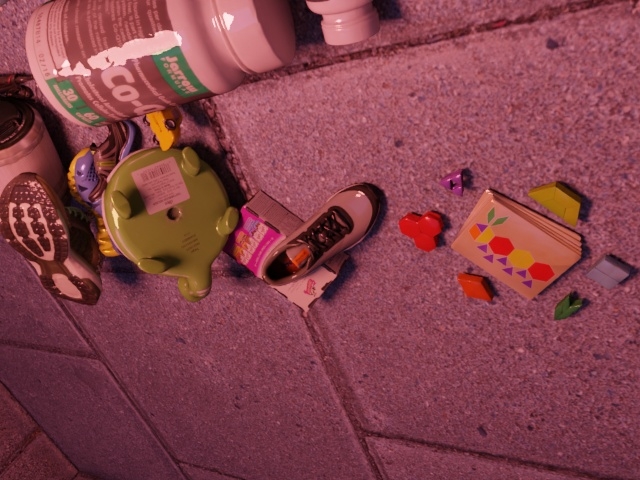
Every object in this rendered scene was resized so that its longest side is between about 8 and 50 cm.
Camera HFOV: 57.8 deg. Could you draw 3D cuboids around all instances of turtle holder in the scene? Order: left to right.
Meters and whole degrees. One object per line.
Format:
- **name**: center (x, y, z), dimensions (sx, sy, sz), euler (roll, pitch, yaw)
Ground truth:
- **turtle holder**: center (-0.297, -0.042, 1.196), dimensions (0.320, 0.243, 0.227), euler (40, 167, -27)

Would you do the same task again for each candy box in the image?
- **candy box**: center (-0.077, 0.025, 1.212), dimensions (0.233, 0.071, 0.159), euler (37, 136, 0)

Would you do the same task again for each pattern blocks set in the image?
- **pattern blocks set**: center (0.319, 0.007, 0.970), dimensions (0.325, 0.026, 0.285), euler (40, 138, -3)

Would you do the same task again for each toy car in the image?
- **toy car**: center (-0.338, -0.295, 1.100), dimensions (0.225, 0.053, 0.239), euler (11, 111, 41)

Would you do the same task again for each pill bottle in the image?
- **pill bottle**: center (-0.235, -0.308, 0.881), dimensions (0.361, 0.204, 0.204), euler (-10, 122, 19)
- **pill bottle**: center (0.024, -0.365, 0.780), dimensions (0.108, 0.108, 0.180), euler (6, 129, 29)

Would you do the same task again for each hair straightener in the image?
- **hair straightener**: center (-0.717, -0.349, 1.338), dimensions (0.230, 0.047, 0.089), euler (0, 148, 26)

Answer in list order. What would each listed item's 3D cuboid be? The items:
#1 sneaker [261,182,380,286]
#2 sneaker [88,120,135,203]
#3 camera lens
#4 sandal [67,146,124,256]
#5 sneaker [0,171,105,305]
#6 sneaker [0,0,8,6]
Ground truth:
- **sneaker**: center (0.000, 0.000, 1.066), dimensions (0.271, 0.108, 0.100), euler (-40, 92, 16)
- **sneaker**: center (-0.453, -0.168, 1.222), dimensions (0.078, 0.188, 0.067), euler (18, -178, -31)
- **camera lens**: center (-0.719, -0.170, 1.339), dimensions (0.219, 0.219, 0.274), euler (21, 143, 17)
- **sandal**: center (-0.472, -0.082, 1.352), dimensions (0.138, 0.126, 0.317), euler (12, 140, 20)
- **sneaker**: center (-0.606, -0.026, 1.358), dimensions (0.158, 0.182, 0.410), euler (6, 140, 3)
- **sneaker**: center (-0.519, -0.493, 1.003), dimensions (0.366, 0.135, 0.150), euler (-29, 103, 45)
